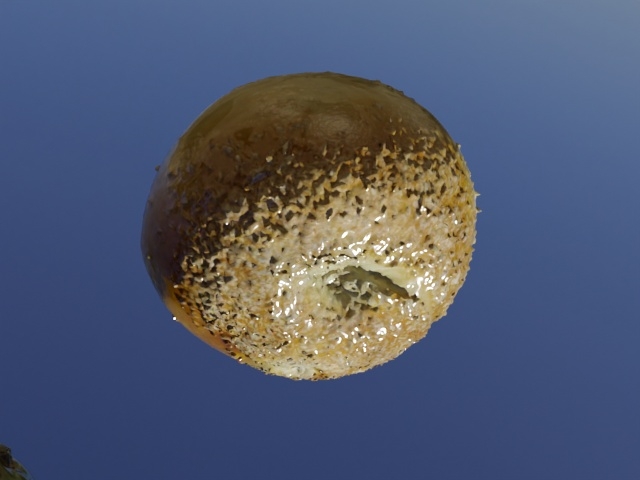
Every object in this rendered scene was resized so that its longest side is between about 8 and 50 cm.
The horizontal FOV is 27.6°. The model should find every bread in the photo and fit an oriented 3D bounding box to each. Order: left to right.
[{"bbox_3d":[0.000,0.000,1.123,0.306,0.305,0.158,8,-148,-23],"label":"bread"}]

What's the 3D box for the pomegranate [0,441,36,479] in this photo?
[{"bbox_3d":[-0.373,0.301,1.232,0.254,0.270,0.254,30,-176,-2],"label":"pomegranate"}]
